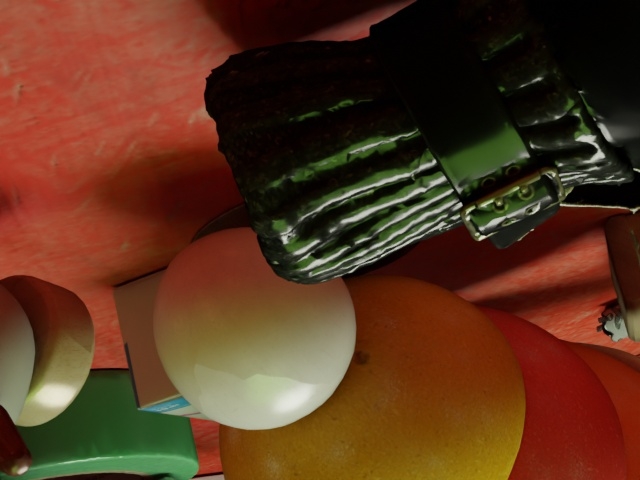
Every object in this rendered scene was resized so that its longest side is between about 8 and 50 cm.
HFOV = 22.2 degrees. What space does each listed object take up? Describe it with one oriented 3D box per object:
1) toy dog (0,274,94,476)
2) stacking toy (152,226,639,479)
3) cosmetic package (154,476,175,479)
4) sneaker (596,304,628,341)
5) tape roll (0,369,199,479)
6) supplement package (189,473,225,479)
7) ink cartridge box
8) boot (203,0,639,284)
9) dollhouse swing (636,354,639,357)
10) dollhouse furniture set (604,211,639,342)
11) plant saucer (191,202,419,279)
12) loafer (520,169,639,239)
[{"bbox_3d":[-0.249,0.135,0.874,0.220,0.161,0.334,8,124,-35],"label":"toy dog"},{"bbox_3d":[0.042,0.139,1.087,0.350,0.350,0.480,-22,139,26],"label":"stacking toy"},{"bbox_3d":[-0.243,0.469,1.433,0.393,0.329,0.327,-18,131,11],"label":"cosmetic package"},{"bbox_3d":[0.295,0.077,1.546,0.069,0.038,0.098,-22,152,30],"label":"sneaker"},{"bbox_3d":[-0.268,0.195,1.411,0.321,0.077,0.321,-12,163,-4],"label":"tape roll"},{"bbox_3d":[-0.155,0.428,1.929,0.198,0.263,0.199,-3,161,-32],"label":"supplement package"},{"bbox_3d":[-0.086,0.076,1.141,0.052,0.088,0.122,-21,162,21],"label":"ink cartridge box"},{"bbox_3d":[0.075,-0.087,0.653,0.260,0.131,0.348,-9,156,4],"label":"boot"},{"bbox_3d":[0.476,0.282,1.890,0.347,0.305,0.315,-23,161,31],"label":"dollhouse swing"},{"bbox_3d":[0.393,0.152,1.236,0.256,0.394,0.362,-16,163,8],"label":"dollhouse furniture set"},{"bbox_3d":[0.000,0.000,1.070,0.168,0.029,0.168,-12,162,-4],"label":"plant saucer"},{"bbox_3d":[0.099,-0.048,0.885,0.251,0.087,0.094,-6,162,-24],"label":"loafer"}]
